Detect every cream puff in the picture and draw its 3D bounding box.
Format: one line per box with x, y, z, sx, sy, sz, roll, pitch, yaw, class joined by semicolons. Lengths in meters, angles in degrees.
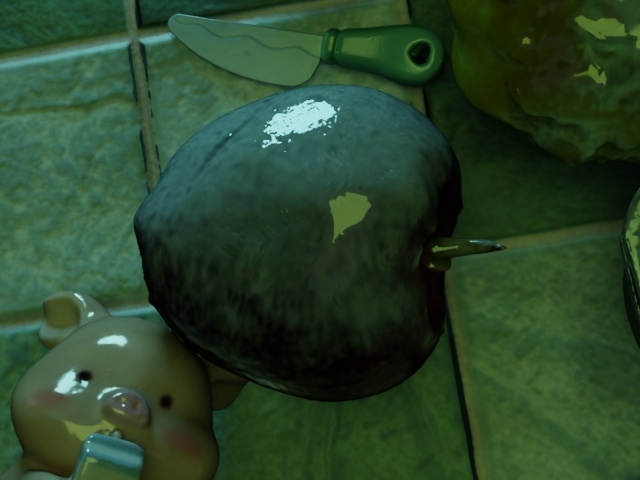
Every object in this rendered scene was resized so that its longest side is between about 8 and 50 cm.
0.285;-0.246;0.927;0.378;0.275;0.378;5;110;15;cream puff

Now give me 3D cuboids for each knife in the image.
-0.016;-0.171;1.040;0.260;0.034;0.063;5;89;11;knife

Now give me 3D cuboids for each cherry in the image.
0.000;0.000;0.917;0.296;0.218;0.254;6;88;9;cherry

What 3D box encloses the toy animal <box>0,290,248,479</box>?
-0.184;0.186;0.904;0.195;0.213;0.256;26;87;-8;toy animal

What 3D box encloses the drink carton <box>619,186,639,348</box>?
0.324;0.031;0.905;0.191;0.189;0.185;-14;82;2;drink carton
